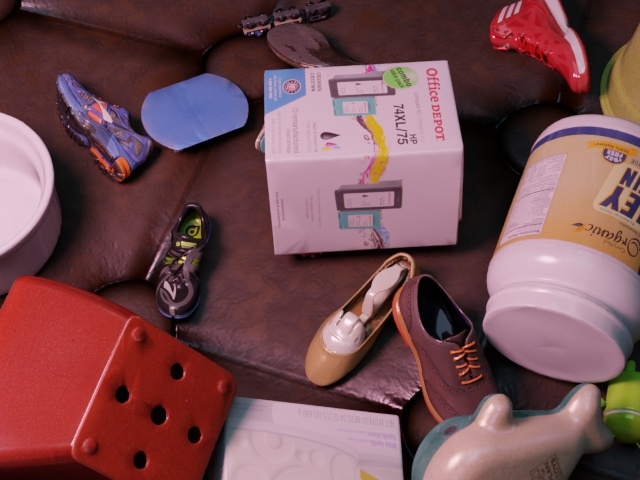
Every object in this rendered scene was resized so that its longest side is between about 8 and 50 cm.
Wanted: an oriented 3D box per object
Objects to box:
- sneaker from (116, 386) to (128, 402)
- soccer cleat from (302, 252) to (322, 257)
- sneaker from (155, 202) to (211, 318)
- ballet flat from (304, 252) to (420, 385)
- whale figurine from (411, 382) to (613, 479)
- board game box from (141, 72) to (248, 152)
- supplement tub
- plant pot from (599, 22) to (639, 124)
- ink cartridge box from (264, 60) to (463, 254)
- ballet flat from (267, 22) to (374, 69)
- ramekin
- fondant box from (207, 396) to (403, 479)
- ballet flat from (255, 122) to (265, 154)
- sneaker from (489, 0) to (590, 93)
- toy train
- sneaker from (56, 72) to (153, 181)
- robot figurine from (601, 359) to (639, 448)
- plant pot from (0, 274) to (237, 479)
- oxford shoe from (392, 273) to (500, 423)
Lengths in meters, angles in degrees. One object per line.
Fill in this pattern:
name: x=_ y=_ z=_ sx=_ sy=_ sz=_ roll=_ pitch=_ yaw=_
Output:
sneaker: x=-0.371 y=0.245 z=1.585 sx=0.100 sy=0.108 sz=0.271 roll=3 pitch=49 yaw=45
soccer cleat: x=0.000 y=0.000 z=1.776 sx=0.083 sy=0.029 sz=0.035 roll=-17 pitch=51 yaw=-11
sneaker: x=-0.202 y=0.027 z=1.739 sx=0.067 sy=0.078 sz=0.188 roll=6 pitch=60 yaw=6
ballet flat: x=0.056 y=0.103 z=1.685 sx=0.080 sy=0.073 sz=0.232 roll=33 pitch=66 yaw=20
whale figurine: x=0.238 y=0.273 z=1.526 sx=0.272 sy=0.216 sz=0.141 roll=-30 pitch=26 yaw=-14
board game box: x=-0.199 y=-0.197 z=1.900 sx=0.169 sy=0.033 sz=0.133 roll=-22 pitch=56 yaw=-17
supplement tub: x=0.360 y=0.012 z=1.634 sx=0.228 sy=0.228 sz=0.316 roll=17 pitch=62 yaw=12
plant pot: x=0.575 y=-0.288 z=1.788 sx=0.276 sy=0.254 sz=0.276 roll=-1 pitch=59 yaw=2
ink cartridge box: x=0.060 y=-0.119 z=1.728 sx=0.270 sy=0.197 sz=0.198 roll=-4 pitch=47 yaw=0
ballet flat: x=0.017 y=-0.280 z=1.931 sx=0.250 sy=0.058 sz=0.084 roll=29 pitch=61 yaw=23
ramekin: x=-0.517 y=-0.044 z=1.763 sx=0.277 sy=0.135 sz=0.277 roll=-1 pitch=59 yaw=2
fondant box: x=-0.016 y=0.370 z=1.471 sx=0.238 sy=0.096 sz=0.330 roll=9 pitch=59 yaw=-18
ballet flat: x=-0.046 y=-0.190 z=1.885 sx=0.168 sy=0.057 sz=0.052 roll=-38 pitch=37 yaw=-22
sneaker: x=0.346 y=-0.303 z=1.919 sx=0.128 sy=0.087 sz=0.221 roll=-16 pitch=47 yaw=3
toy train: x=-0.059 y=-0.369 z=1.992 sx=0.158 sy=0.036 sz=0.027 roll=-13 pitch=56 yaw=-7
sneaker: x=-0.344 y=-0.184 z=1.881 sx=0.087 sy=0.083 sz=0.221 roll=-29 pitch=67 yaw=-29
robot figurine: x=0.415 y=0.220 z=1.601 sx=0.101 sy=0.067 sz=0.115 roll=16 pitch=61 yaw=2
plant pot: x=-0.260 y=0.211 z=1.462 sx=0.236 sy=0.267 sz=0.267 roll=-6 pitch=55 yaw=47
oxford shoe: x=0.180 y=0.170 z=1.605 sx=0.097 sy=0.098 sz=0.271 roll=-27 pitch=78 yaw=-16
